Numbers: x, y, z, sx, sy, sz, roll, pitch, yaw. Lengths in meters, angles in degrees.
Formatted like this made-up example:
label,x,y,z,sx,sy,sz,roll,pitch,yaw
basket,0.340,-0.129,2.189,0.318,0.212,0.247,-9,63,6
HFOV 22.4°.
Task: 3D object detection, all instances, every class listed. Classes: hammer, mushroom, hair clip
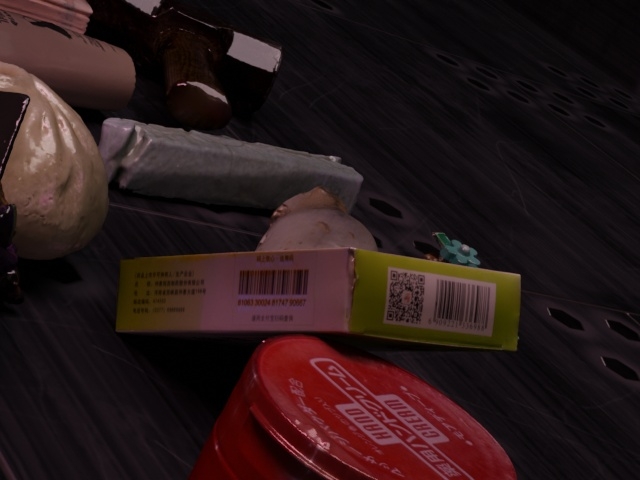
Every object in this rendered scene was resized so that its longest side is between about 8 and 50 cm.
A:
label,x,y,z,sx,sy,sz,roll,pitch,yaw
hammer,-0.150,-0.185,1.768,0.242,0.095,0.409,24,14,-14
mushroom,0.000,0.000,1.500,0.116,0.093,0.225,6,22,4
hair clip,0.157,0.043,1.683,0.049,0.049,0.173,12,26,-38

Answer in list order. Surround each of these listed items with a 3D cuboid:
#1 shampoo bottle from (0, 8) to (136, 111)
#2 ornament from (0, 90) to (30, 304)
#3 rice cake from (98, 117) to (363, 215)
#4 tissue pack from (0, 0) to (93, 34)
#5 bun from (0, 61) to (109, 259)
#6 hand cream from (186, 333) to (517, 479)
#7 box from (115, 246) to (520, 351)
label,x,y,z,sx,sy,sz,roll,pitch,yaw
shampoo bottle,-0.308,-0.186,1.604,0.257,0.078,0.127,9,26,-42
ornament,-0.244,-0.015,1.102,0.081,0.203,0.088,12,56,1
rice cake,-0.088,-0.068,1.609,0.336,0.066,0.063,8,17,-47
tissue pack,-0.426,-0.303,1.777,0.325,0.071,0.170,13,21,-40
bun,-0.268,-0.076,1.250,0.231,0.133,0.231,20,11,-4
hand cream,0.015,0.159,1.021,0.193,0.125,0.193,23,18,-8
box,-0.006,0.048,1.199,0.175,0.062,0.260,9,-8,-42
